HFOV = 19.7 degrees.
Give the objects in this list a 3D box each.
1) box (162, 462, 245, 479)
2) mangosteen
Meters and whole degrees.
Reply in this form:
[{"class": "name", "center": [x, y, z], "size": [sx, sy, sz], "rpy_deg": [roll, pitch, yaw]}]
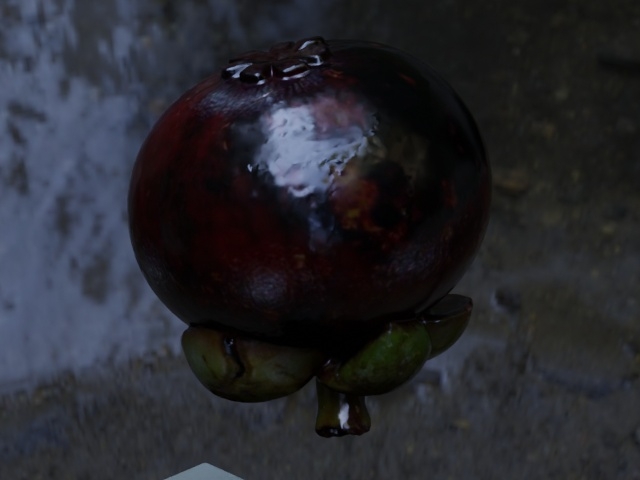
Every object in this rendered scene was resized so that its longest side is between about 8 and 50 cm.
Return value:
[{"class": "box", "center": [-0.004, 0.217, 1.022], "size": [0.256, 0.069, 0.164], "rpy_deg": [23, 13, 21]}, {"class": "mangosteen", "center": [0.000, 0.000, 0.905], "size": [0.200, 0.200, 0.199], "rpy_deg": [1, 56, -1]}]
